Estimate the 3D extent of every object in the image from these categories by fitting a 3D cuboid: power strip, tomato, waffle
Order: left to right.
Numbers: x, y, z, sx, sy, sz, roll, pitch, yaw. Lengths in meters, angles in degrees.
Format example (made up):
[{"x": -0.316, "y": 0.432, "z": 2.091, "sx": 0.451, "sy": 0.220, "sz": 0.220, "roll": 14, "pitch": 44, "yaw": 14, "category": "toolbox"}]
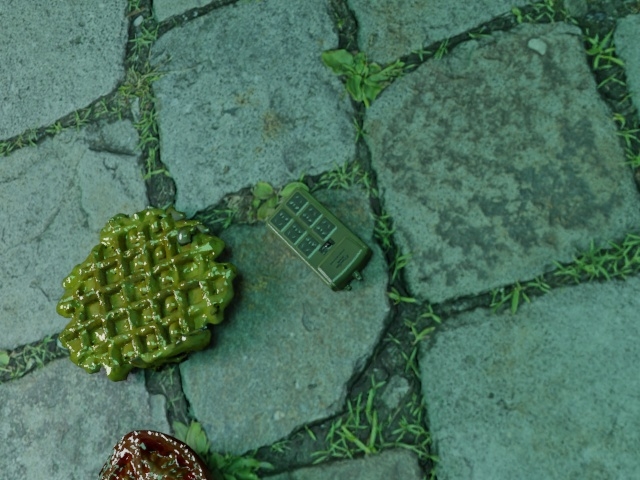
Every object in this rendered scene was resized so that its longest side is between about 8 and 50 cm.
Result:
[{"x": -0.249, "y": 0.078, "z": 1.357, "sx": 0.280, "sy": 0.060, "sz": 0.262, "roll": 26, "pitch": 86, "yaw": 31, "category": "waffle"}, {"x": -0.204, "y": 0.335, "z": 1.224, "sx": 0.174, "sy": 0.082, "sz": 0.166, "roll": 12, "pitch": 72, "yaw": 32, "category": "tomato"}, {"x": 0.000, "y": 0.000, "z": 1.289, "sx": 0.076, "sy": 0.028, "sz": 0.169, "roll": -48, "pitch": 60, "yaw": 0, "category": "power strip"}]
